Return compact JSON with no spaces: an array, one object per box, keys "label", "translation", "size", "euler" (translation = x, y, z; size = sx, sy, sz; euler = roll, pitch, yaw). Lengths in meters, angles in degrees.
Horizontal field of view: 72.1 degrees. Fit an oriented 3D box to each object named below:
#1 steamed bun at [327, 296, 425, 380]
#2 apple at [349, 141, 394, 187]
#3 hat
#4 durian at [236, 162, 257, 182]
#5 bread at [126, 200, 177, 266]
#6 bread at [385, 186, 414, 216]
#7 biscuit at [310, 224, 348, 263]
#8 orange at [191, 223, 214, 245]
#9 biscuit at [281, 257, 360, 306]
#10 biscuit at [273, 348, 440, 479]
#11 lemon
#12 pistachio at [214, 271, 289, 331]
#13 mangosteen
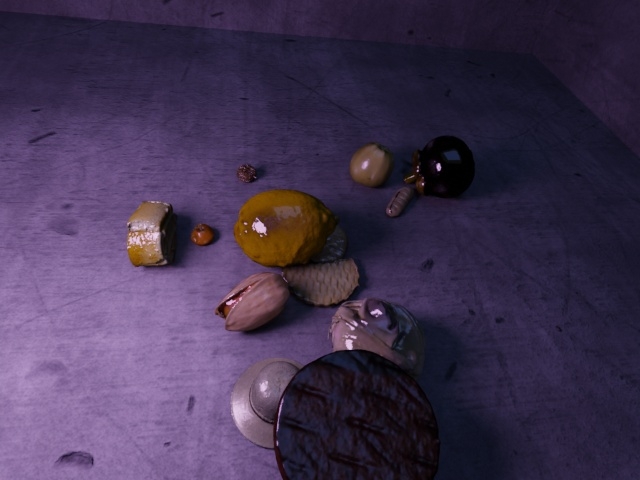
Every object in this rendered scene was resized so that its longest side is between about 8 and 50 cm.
[{"label":"steamed bun","translation":[0.175,0.273,1.293],"size":[0.280,0.207,0.268],"euler":[-2,47,-15]},{"label":"apple","translation":[0.219,-0.319,1.875],"size":[0.199,0.200,0.200],"euler":[6,47,-6]},{"label":"hat","translation":[-0.112,0.400,1.168],"size":[0.257,0.130,0.257],"euler":[6,48,-6]},{"label":"durian","translation":[-0.300,-0.273,1.798],"size":[0.091,0.080,0.080],"euler":[30,49,13]},{"label":"bread","translation":[-0.544,-0.034,1.453],"size":[0.123,0.186,0.257],"euler":[0,39,-5]},{"label":"bread","translation":[0.335,-0.172,1.844],"size":[0.073,0.053,0.214],"euler":[26,48,18]},{"label":"biscuit","translation":[0.000,-0.001,1.631],"size":[0.219,0.033,0.220],"euler":[5,50,-6]},{"label":"orange","translation":[-0.414,-0.024,1.551],"size":[0.086,0.062,0.086],"euler":[7,48,-8]},{"label":"biscuit","translation":[0.011,0.147,1.493],"size":[0.273,0.036,0.187],"euler":[-4,48,-15]},{"label":"biscuit","translation":[0.087,0.466,1.059],"size":[0.407,0.091,0.408],"euler":[7,54,-10]},{"label":"lemon","translation":[-0.122,-0.043,1.481],"size":[0.316,0.285,0.285],"euler":[-7,49,-30]},{"label":"pistachio","translation":[-0.206,0.186,1.337],"size":[0.229,0.157,0.157],"euler":[-30,59,-19]},{"label":"mangosteen","translation":[0.505,-0.304,1.891],"size":[0.302,0.275,0.275],"euler":[-15,42,22]}]
